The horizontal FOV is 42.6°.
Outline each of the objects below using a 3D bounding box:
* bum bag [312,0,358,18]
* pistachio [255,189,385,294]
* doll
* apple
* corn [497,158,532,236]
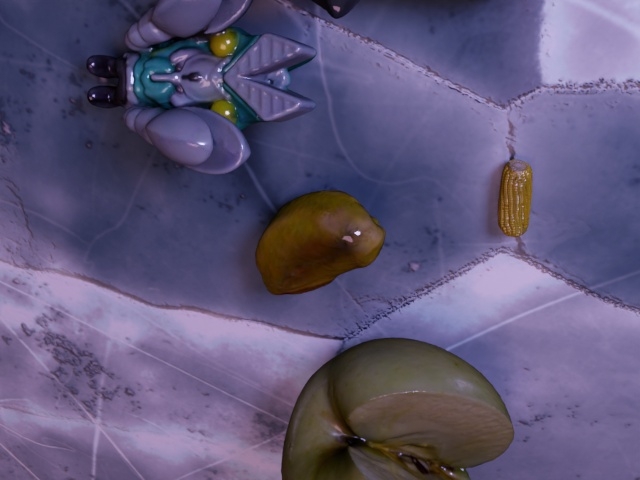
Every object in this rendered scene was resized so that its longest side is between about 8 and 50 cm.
[{"bbox_3d":[-0.061,-0.308,0.703,0.310,0.074,0.137,34,122,20],"label":"bum bag"},{"bbox_3d":[-0.003,-0.002,0.966,0.189,0.100,0.110,-29,92,45],"label":"pistachio"},{"bbox_3d":[-0.133,-0.152,0.844,0.258,0.153,0.194,-26,89,28],"label":"doll"},{"bbox_3d":[0.099,0.267,1.027,0.254,0.291,0.292,27,136,-37],"label":"apple"},{"bbox_3d":[0.212,-0.046,0.896,0.037,0.037,0.092,6,130,14],"label":"corn"}]
